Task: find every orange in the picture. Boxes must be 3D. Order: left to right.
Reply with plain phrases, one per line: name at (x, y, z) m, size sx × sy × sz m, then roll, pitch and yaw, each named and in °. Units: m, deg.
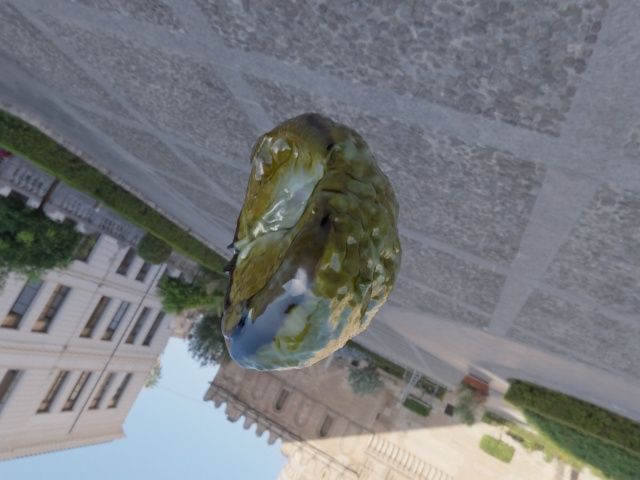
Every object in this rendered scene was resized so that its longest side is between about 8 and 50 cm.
orange at (0.000, 0.000, 0.660) m, size 0.210 × 0.369 × 0.271 m, roll 21°, pitch 141°, yaw -22°
